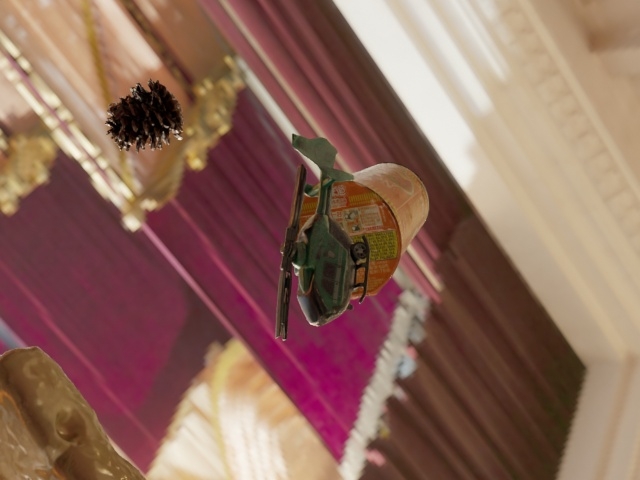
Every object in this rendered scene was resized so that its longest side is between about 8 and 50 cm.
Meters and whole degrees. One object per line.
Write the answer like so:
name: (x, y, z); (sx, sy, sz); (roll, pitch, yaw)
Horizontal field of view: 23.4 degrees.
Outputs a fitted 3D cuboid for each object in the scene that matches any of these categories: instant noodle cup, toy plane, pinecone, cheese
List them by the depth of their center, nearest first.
cheese: (-0.241, 0.227, 1.423); (0.159, 0.263, 0.093); (-37, 178, 40)
pinecone: (-0.184, -0.126, 1.615); (0.083, 0.077, 0.077); (-37, -152, -20)
toy plane: (0.000, 0.000, 1.636); (0.060, 0.096, 0.235); (145, -46, -59)
instant noodle cup: (0.067, -0.028, 2.104); (0.168, 0.168, 0.185); (-19, -171, 28)
